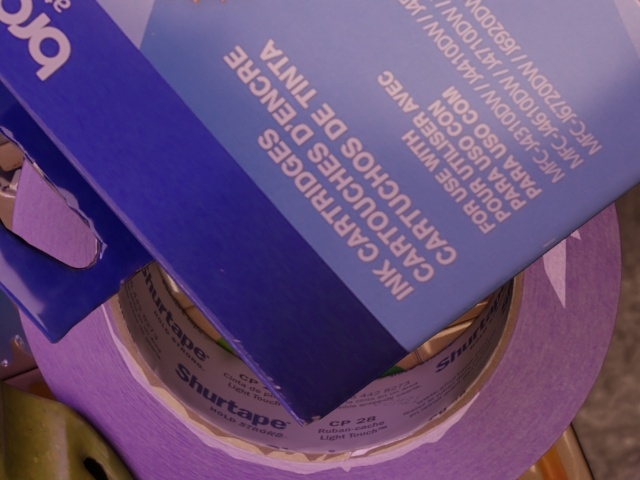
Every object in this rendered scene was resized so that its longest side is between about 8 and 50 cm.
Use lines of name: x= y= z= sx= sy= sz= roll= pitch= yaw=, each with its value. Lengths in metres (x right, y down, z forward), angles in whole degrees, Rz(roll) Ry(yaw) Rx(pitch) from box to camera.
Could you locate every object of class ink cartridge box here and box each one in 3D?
ink cartridge box: x=0.018 y=-0.123 z=0.708 sx=0.395 sy=0.151 sz=0.270 roll=-38 pitch=101 yaw=17

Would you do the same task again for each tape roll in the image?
tape roll: x=0.000 y=0.000 z=0.872 sx=0.275 sy=0.090 sz=0.275 roll=2 pitch=109 yaw=5

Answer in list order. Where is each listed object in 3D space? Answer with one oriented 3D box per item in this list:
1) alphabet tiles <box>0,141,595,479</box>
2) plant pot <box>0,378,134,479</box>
alphabet tiles: x=-0.031 y=0.080 z=0.955 sx=0.285 sy=0.011 sz=0.342 roll=-21 pitch=105 yaw=12
plant pot: x=-0.213 y=0.189 z=0.841 sx=0.254 sy=0.276 sz=0.276 roll=-30 pitch=104 yaw=28
